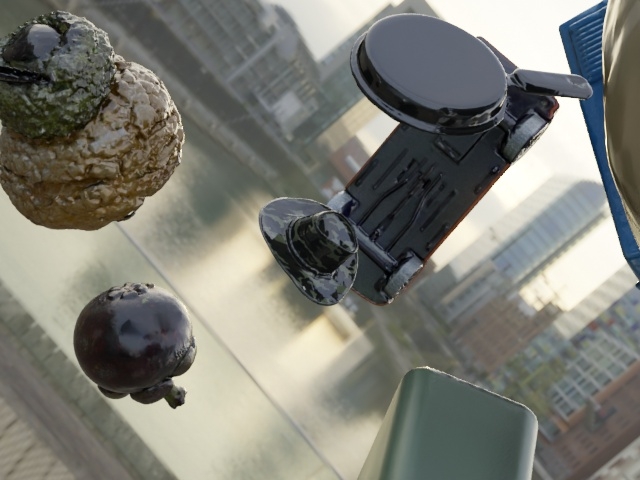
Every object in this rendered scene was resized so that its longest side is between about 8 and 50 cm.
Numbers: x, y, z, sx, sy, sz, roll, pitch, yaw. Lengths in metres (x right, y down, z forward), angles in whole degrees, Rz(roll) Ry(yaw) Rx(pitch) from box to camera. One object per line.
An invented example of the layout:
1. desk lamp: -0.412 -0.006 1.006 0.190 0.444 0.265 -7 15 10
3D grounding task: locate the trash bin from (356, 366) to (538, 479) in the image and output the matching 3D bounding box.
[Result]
1. trash bin: 0.094 0.316 0.985 0.158 0.223 0.343 23 28 5

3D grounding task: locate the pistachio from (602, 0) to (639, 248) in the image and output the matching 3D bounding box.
1. pistachio: 0.322 -0.107 0.645 0.365 0.281 0.446 152 -67 -72

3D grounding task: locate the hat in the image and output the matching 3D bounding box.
1. hat: 0.000 0.000 0.907 0.121 0.050 0.121 28 47 -33

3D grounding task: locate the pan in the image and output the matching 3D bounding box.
1. pan: 0.136 -0.140 0.834 0.028 0.235 0.136 -63 -142 45

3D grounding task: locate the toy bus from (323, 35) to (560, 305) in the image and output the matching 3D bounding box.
1. toy bus: 0.138 -0.077 1.228 0.143 0.329 0.153 42 12 11

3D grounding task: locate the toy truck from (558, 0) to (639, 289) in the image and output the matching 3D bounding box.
1. toy truck: 0.399 -0.112 1.180 0.162 0.161 0.385 31 44 -46

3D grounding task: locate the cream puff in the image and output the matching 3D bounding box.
1. cream puff: -0.230 -0.122 0.908 0.183 0.183 0.169 52 -13 40

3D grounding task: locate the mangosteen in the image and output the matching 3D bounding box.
1. mangosteen: -0.258 0.148 1.376 0.172 0.184 0.172 13 25 -6
